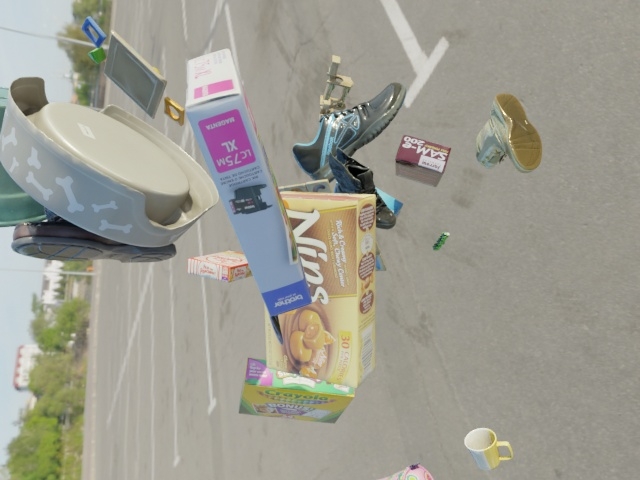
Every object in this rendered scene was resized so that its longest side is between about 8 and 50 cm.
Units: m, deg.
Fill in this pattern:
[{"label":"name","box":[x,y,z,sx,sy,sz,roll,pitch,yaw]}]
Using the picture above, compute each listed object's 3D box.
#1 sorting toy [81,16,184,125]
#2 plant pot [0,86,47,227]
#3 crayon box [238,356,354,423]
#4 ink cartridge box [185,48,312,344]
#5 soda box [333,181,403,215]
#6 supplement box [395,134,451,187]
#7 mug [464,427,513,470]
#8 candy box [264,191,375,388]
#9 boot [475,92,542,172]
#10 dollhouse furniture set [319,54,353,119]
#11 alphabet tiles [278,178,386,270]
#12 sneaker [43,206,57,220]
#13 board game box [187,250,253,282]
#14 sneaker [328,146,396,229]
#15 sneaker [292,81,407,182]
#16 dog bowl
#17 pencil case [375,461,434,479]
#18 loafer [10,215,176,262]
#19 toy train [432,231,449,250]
[{"label":"sorting toy","box":[-0.486,-0.439,1.357,0.047,0.347,0.196,-50,8,-32]},{"label":"plant pot","box":[-0.939,-0.256,1.474,0.341,0.341,0.334,-129,44,-56]},{"label":"crayon box","box":[-0.092,0.530,1.774,0.313,0.363,0.106,108,168,-54]},{"label":"ink cartridge box","box":[-0.077,-0.048,0.605,0.186,0.065,0.311,-111,6,-56]},{"label":"soda box","box":[0.147,-0.127,1.593,0.210,0.071,0.067,33,145,14]},{"label":"supplement box","box":[0.275,-0.212,1.396,0.239,0.130,0.073,14,-86,-82]},{"label":"mug","box":[0.328,0.417,0.999,0.078,0.062,0.064,2,118,60]},{"label":"candy box","box":[-0.003,0.077,0.880,0.183,0.087,0.316,5,102,27]},{"label":"boot","box":[0.436,-0.215,1.205,0.165,0.077,0.213,101,161,-61]},{"label":"dollhouse furniture set","box":[0.067,-0.531,1.830,0.182,0.101,0.161,112,165,-50]},{"label":"alphabet tiles","box":[0.000,0.000,1.270,0.285,0.342,0.011,-5,39,27]},{"label":"sneaker","box":[-0.532,-0.128,1.158,0.319,0.112,0.131,-50,-1,39]},{"label":"board game box","box":[-0.260,0.072,1.456,0.146,0.193,0.045,9,100,25]},{"label":"sneaker","box":[0.081,-0.098,0.968,0.170,0.051,0.089,39,146,18]},{"label":"sneaker","box":[0.077,-0.296,1.307,0.341,0.139,0.125,-45,6,1]},{"label":"dog bowl","box":[-0.342,-0.122,0.836,0.102,0.349,0.349,-53,35,14]},{"label":"pencil case","box":[0.176,0.673,1.318,0.284,0.124,0.124,-47,44,40]},{"label":"loafer","box":[-0.403,-0.014,0.931,0.109,0.302,0.095,-19,74,34]},{"label":"toy train","box":[0.337,0.003,1.425,0.083,0.023,0.017,111,145,-56]}]
